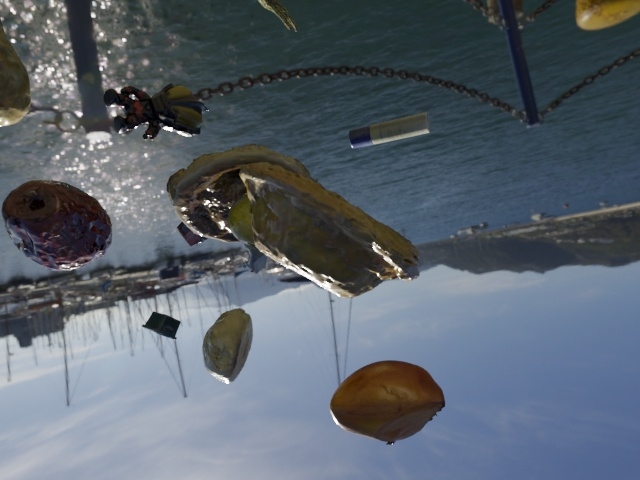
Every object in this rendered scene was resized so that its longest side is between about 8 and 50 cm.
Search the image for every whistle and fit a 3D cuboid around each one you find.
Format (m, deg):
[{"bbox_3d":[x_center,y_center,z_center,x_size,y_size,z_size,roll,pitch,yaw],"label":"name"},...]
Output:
[{"bbox_3d":[-0.144,-0.019,0.937,0.122,0.123,0.223,-10,137,-18],"label":"whistle"}]

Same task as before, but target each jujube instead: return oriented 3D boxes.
[{"bbox_3d":[-0.578,-0.031,0.966,0.197,0.198,0.290,-10,165,-14],"label":"jujube"}]

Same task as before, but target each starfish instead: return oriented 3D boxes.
[{"bbox_3d":[-0.150,-0.737,1.326,0.050,0.224,0.217,-23,-162,39],"label":"starfish"}]

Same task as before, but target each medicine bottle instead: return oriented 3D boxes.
[{"bbox_3d":[0.200,-0.320,1.265,0.230,0.060,0.059,-7,178,21],"label":"medicine bottle"}]

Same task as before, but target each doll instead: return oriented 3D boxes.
[{"bbox_3d":[-0.355,-0.295,0.983,0.088,0.127,0.248,15,-161,34],"label":"doll"}]

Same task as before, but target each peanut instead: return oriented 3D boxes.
[{"bbox_3d":[-0.449,-0.264,0.552,0.103,0.230,0.098,-6,-162,28],"label":"peanut"}]

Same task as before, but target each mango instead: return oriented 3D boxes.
[{"bbox_3d":[0.142,0.370,1.012,0.256,0.188,0.138,16,-166,-24],"label":"mango"}]

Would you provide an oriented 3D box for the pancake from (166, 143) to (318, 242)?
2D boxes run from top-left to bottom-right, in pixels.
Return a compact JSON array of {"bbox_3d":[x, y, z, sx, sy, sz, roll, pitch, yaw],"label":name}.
[{"bbox_3d":[-0.168,-0.089,0.985,0.355,0.065,0.356,-9,150,-5],"label":"pancake"}]

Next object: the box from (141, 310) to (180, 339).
[{"bbox_3d":[-0.444,0.238,1.218,0.099,0.054,0.074,2,150,42],"label":"box"}]

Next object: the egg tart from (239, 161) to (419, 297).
[{"bbox_3d":[0.000,0.000,0.665,0.318,0.128,0.319,29,177,2],"label":"egg tart"}]

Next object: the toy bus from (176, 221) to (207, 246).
[{"bbox_3d":[-0.298,-0.076,1.183,0.235,0.096,0.073,-42,-179,29],"label":"toy bus"}]

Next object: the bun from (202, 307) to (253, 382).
[{"bbox_3d":[-0.279,0.303,1.283,0.134,0.221,0.220,13,178,3],"label":"bun"}]
